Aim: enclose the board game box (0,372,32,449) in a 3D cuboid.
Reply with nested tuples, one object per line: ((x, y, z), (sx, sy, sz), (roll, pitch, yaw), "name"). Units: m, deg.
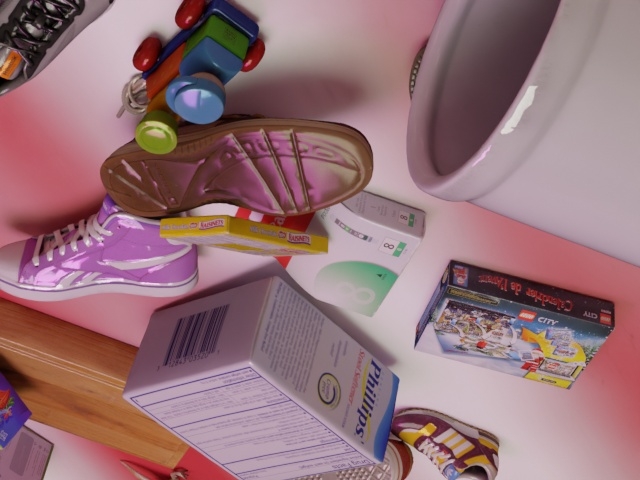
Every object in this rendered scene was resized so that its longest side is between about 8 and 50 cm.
((-0.633, 0.214, 1.831), (0.347, 0.078, 0.233), (-10, 121, 37), "board game box")

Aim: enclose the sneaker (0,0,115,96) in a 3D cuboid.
((-0.306, -0.236, 1.316), (0.100, 0.108, 0.271), (35, 132, -24), "sneaker")

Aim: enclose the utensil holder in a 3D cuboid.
((0.322, -0.130, 1.142), (0.385, 0.327, 0.327), (21, 138, -15), "utensil holder")

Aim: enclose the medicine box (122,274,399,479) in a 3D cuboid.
((-0.081, 0.211, 1.726), (0.263, 0.149, 0.289), (-19, 133, 38), "medicine box")

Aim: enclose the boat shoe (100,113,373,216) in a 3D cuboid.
((-0.090, -0.105, 1.408), (0.342, 0.123, 0.123), (-6, 125, 27), "boat shoe")

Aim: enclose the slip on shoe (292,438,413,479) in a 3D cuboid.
((0.005, 0.370, 1.943), (0.331, 0.123, 0.101), (-13, 172, 34), "slip on shoe")

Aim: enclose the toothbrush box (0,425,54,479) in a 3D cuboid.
((-0.619, 0.447, 2.085), (0.283, 0.206, 0.122), (-23, 130, 32), "toothbrush box")

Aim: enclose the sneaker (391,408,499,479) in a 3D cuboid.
((0.192, 0.323, 1.864), (0.185, 0.084, 0.069), (17, 139, -8), "sneaker")

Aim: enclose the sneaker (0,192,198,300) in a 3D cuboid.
((-0.306, -0.008, 1.591), (0.282, 0.102, 0.161), (-3, 135, -1), "sneaker")

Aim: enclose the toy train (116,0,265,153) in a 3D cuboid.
((-0.175, -0.152, 1.354), (0.105, 0.143, 0.248), (34, 134, -24), "toy train")

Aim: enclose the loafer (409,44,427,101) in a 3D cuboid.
((0.129, -0.158, 1.359), (0.056, 0.050, 0.148), (0, 123, 7), "loafer")

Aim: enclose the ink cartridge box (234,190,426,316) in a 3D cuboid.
((0.000, 0.000, 1.562), (0.225, 0.056, 0.181), (17, 139, -10), "ink cartridge box")

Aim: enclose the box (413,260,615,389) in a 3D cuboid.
((0.261, 0.119, 1.646), (0.233, 0.044, 0.159), (15, 139, -5), "box")

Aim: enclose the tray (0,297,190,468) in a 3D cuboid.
((-0.383, 0.223, 1.882), (0.411, 0.076, 0.203), (22, 138, -12), "tray")

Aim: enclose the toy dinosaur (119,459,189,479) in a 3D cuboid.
((-0.267, 0.440, 2.119), (0.093, 0.053, 0.183), (-27, 127, 37), "toy dinosaur")

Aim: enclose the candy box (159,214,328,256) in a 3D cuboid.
((-0.089, -0.004, 1.472), (0.105, 0.027, 0.206), (-5, 170, 33), "candy box")
